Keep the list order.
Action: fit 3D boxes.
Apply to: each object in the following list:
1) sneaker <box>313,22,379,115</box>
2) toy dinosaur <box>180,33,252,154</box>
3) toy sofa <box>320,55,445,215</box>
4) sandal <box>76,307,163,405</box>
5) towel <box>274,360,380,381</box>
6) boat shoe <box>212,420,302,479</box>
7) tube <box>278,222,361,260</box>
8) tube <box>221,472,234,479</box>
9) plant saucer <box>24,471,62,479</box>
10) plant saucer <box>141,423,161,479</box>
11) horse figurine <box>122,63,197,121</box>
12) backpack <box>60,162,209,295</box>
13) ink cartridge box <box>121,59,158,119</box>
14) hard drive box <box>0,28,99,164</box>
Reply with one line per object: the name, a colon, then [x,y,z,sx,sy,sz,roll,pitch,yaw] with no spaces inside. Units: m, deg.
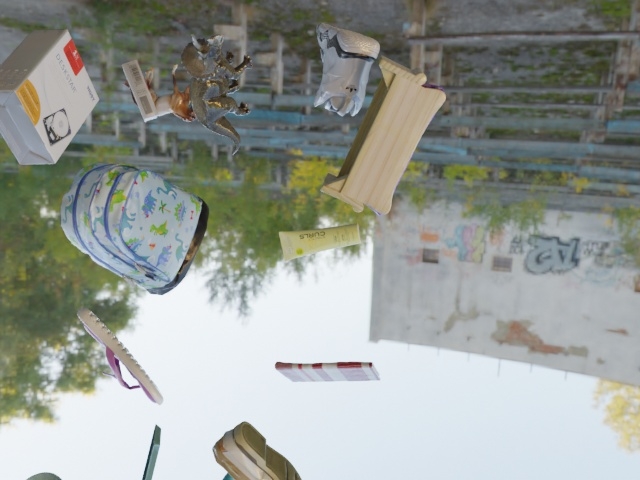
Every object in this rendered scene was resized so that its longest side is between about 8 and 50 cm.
sneaker: [0.045,-0.466,1.803,0.137,0.210,0.366,11,-161,-17]
toy dinosaur: [-0.238,-0.336,1.476,0.160,0.314,0.121,-26,-129,-34]
toy sofa: [0.152,-0.253,1.624,0.177,0.363,0.150,23,-161,-3]
sandal: [-0.655,0.390,2.121,0.416,0.102,0.169,44,164,17]
towel: [0.030,0.445,2.264,0.328,0.037,0.237,-3,158,11]
boat shoe: [-0.138,0.568,1.593,0.103,0.302,0.113,-33,-166,13]
tube: [0.000,0.000,1.985,0.240,0.070,0.062,-9,149,6]
tube: [-0.283,0.731,1.947,0.052,0.080,0.207,37,-141,-7]
plant saucer: [-0.902,0.850,2.133,0.194,0.195,0.037,5,148,13]
plant saucer: [-0.386,0.510,1.500,0.018,0.192,0.067,10,-155,-16]
horse figurine: [-0.474,-0.442,2.016,0.263,0.175,0.066,1,180,20]
backpack: [-0.441,-0.048,1.589,0.273,0.290,0.355,5,158,47]
ink cartridge box: [-0.465,-0.382,1.718,0.045,0.146,0.179,-21,-169,-8]
hard drive box: [-0.577,-0.300,1.377,0.089,0.181,0.232,1,-133,13]
